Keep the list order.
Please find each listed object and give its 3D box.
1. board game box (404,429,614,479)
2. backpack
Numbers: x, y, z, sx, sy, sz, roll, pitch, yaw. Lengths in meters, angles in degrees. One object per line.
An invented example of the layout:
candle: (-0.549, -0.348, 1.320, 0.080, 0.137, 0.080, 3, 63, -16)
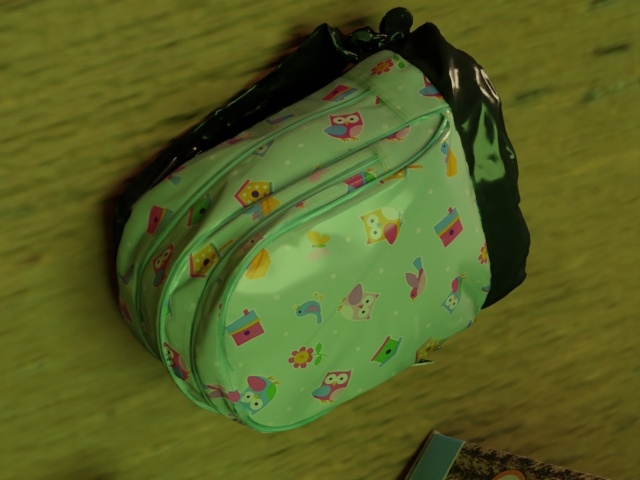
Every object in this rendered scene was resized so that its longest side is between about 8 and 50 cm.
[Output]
board game box: (0.180, 0.232, 0.891, 0.232, 0.291, 0.141, 43, 69, -33)
backpack: (0.000, 0.000, 0.825, 0.182, 0.115, 0.152, -27, 120, -19)
